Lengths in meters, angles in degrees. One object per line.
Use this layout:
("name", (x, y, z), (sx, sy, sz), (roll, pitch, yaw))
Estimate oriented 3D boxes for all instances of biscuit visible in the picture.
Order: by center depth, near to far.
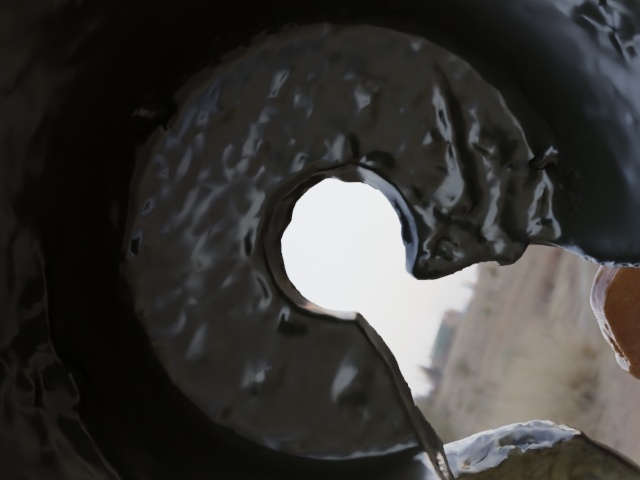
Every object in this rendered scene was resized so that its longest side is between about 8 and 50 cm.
("biscuit", (0.358, 0.038, 1.298), (0.186, 0.036, 0.192), (-42, -45, -7))

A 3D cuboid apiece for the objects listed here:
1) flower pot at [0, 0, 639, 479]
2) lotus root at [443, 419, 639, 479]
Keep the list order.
("flower pot", (0.000, 0.000, 0.462), (0.251, 0.379, 0.380), (-78, 6, -85))
("lotus root", (0.149, 0.240, 0.885), (0.142, 0.210, 0.314), (-129, 19, -63))
